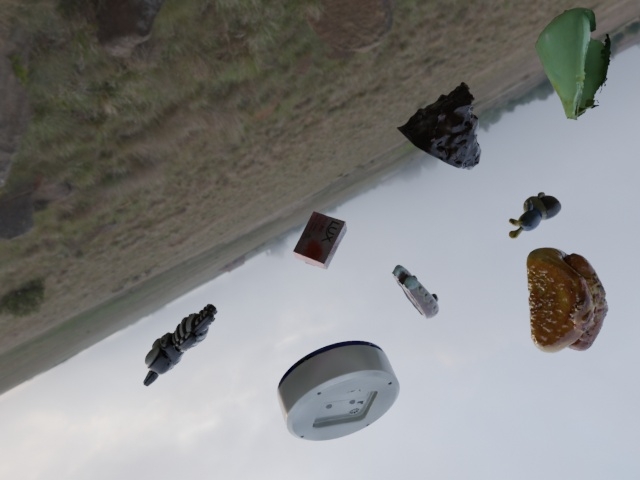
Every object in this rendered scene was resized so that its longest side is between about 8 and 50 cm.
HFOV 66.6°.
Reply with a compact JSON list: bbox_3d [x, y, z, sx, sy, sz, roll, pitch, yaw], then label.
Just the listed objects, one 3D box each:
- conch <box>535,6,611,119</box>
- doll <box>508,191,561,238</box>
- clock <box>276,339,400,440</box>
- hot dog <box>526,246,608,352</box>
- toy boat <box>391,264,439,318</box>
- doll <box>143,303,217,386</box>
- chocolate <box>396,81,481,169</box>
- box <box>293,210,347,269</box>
[{"bbox_3d":[0.601,-0.415,1.131,0.144,0.250,0.137,-17,171,-46],"label":"conch"},{"bbox_3d":[0.594,-0.076,1.362,0.180,0.101,0.089,-25,-144,-13],"label":"doll"},{"bbox_3d":[0.036,0.294,0.938,0.231,0.230,0.083,-29,-136,1],"label":"clock"},{"bbox_3d":[0.584,0.141,1.149,0.150,0.256,0.153,-9,-175,-42],"label":"hot dog"},{"bbox_3d":[0.334,0.170,1.641,0.085,0.227,0.155,-39,-149,-2],"label":"toy boat"},{"bbox_3d":[-0.293,0.210,0.993,0.219,0.067,0.091,-45,-161,14],"label":"doll"},{"bbox_3d":[0.342,-0.301,1.230,0.176,0.207,0.224,-62,-153,26],"label":"chocolate"},{"bbox_3d":[0.000,0.000,1.450,0.156,0.112,0.060,-65,163,-14],"label":"box"}]
